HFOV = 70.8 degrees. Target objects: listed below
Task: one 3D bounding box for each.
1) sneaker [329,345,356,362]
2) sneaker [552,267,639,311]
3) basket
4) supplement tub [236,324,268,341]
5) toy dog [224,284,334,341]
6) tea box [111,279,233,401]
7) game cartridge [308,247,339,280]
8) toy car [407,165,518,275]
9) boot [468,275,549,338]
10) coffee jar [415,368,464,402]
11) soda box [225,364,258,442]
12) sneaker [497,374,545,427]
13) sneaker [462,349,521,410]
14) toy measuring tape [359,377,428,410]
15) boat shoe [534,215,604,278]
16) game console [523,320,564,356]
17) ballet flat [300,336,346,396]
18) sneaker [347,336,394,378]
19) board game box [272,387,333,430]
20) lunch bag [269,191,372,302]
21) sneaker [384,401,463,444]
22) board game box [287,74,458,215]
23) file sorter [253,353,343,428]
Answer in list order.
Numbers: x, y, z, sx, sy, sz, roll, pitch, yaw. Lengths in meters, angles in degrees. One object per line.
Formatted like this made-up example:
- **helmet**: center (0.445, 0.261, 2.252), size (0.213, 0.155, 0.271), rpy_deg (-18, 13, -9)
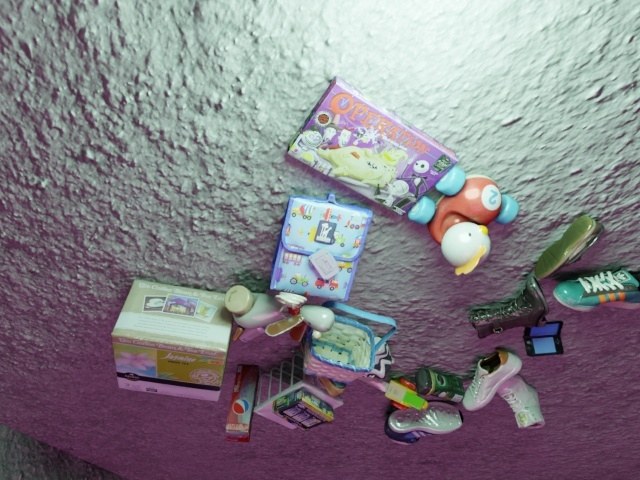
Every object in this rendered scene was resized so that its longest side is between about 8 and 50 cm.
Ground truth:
- **sneaker**: center (0.085, 0.431, 1.647), size (0.170, 0.051, 0.089), rpy_deg (-15, 132, -1)
- **sneaker**: center (0.841, 0.132, 1.325), size (0.302, 0.108, 0.121), rpy_deg (0, 133, -10)
- **basket**: center (0.070, 0.317, 1.441), size (0.255, 0.201, 0.289), rpy_deg (21, 131, -15)
- **supplement tub**: center (-0.225, 0.292, 1.513), size (0.107, 0.071, 0.071), rpy_deg (-32, 125, 27)
- **toy dog**: center (-0.142, 0.241, 1.317), size (0.334, 0.161, 0.220), rpy_deg (3, 162, 40)
- **tea box**: center (-0.459, 0.327, 1.448), size (0.329, 0.220, 0.323), rpy_deg (10, 132, -8)
- **game cartridge**: center (0.013, 0.061, 1.177), size (0.056, 0.017, 0.083), rpy_deg (-29, 114, 9)
- **toy car**: center (0.362, -0.022, 1.090), size (0.219, 0.238, 0.210), rpy_deg (24, 129, -20)
- **boot**: center (0.587, 0.229, 1.425), size (0.229, 0.091, 0.263), rpy_deg (-14, 134, 13)
- **coffee jar**: center (0.456, 0.560, 1.736), size (0.184, 0.096, 0.079), rpy_deg (19, 128, -15)
- **soda box**: center (-0.287, 0.601, 1.672), size (0.083, 0.263, 0.092), rpy_deg (4, 133, -1)
- **sneaker**: center (0.769, 0.629, 1.747), size (0.292, 0.169, 0.108), rpy_deg (31, 128, -24)
- **sneaker**: center (0.604, 0.512, 1.681), size (0.123, 0.106, 0.290), rpy_deg (27, 111, -15)
- **toy measuring tape**: center (0.268, 0.574, 1.764), size (0.330, 0.121, 0.121), rpy_deg (26, 131, 0)
- **boat shoe**: center (0.688, 0.032, 1.244), size (0.073, 0.080, 0.223), rpy_deg (19, 127, -10)
- **game console**: center (0.769, 0.339, 1.541), size (0.122, 0.107, 0.071), rpy_deg (-6, 161, 8)
- **ballet flat**: center (-0.007, 0.439, 1.554), size (0.080, 0.232, 0.073), rpy_deg (-8, 137, -46)
- **sneaker**: center (0.165, 0.468, 1.608), size (0.235, 0.094, 0.153), rpy_deg (-42, 119, -9)
- **board game box**: center (-0.061, 0.594, 1.575), size (0.141, 0.048, 0.170), rpy_deg (-31, 124, 24)
- **lunch bag**: center (0.000, 0.000, 1.217), size (0.221, 0.138, 0.293), rpy_deg (11, 120, -9)
- **sneaker**: center (0.439, 0.805, 1.962), size (0.323, 0.130, 0.236), rpy_deg (-5, 143, -1)
- **board game box**: center (0.122, -0.205, 1.055), size (0.347, 0.056, 0.208), rpy_deg (25, 125, -21)
- **file sorter**: center (-0.081, 0.548, 1.682), size (0.193, 0.173, 0.278), rpy_deg (35, 124, -27)
